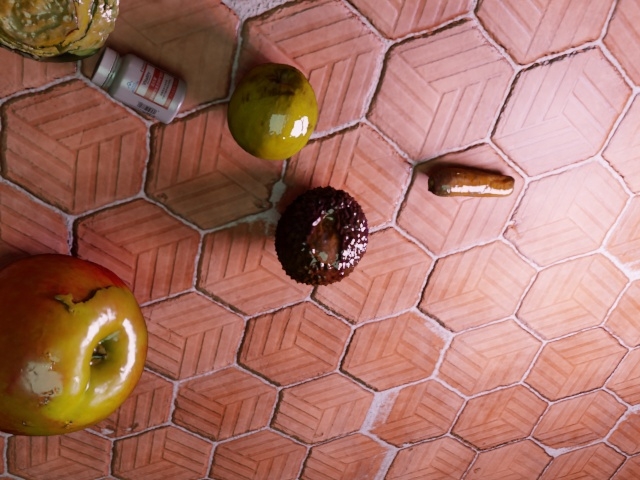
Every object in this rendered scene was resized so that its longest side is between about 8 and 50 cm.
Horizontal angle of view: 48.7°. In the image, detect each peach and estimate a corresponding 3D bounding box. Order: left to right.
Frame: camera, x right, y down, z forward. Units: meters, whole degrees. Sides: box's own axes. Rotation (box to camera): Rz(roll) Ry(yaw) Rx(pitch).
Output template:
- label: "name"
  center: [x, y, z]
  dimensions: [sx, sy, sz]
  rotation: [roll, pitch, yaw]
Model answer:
- label: "peach"
  center: [-0.515, 0.191, 1.313]
  dimensions: [0.370, 0.370, 0.370]
  rotation: [-5, 128, -6]

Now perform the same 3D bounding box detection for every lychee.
- label: "lychee"
  center: [0.000, 0.000, 1.345]
  dimensions: [0.188, 0.188, 0.188]
  rotation: [-5, 128, -6]

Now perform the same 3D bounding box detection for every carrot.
- label: "carrot"
  center: [0.298, -0.112, 1.384]
  dimensions: [0.186, 0.060, 0.060]
  rotation: [0, 128, -17]

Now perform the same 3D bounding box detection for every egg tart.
- label: "egg tart"
  center: [-0.413, -0.358, 1.034]
  dimensions: [0.241, 0.106, 0.241]
  rotation: [-3, 130, -3]

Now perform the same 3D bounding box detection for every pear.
- label: "pear"
  center: [-0.080, -0.213, 1.179]
  dimensions: [0.149, 0.148, 0.162]
  rotation: [8, 130, -16]

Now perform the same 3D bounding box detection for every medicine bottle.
- label: "medicine bottle"
  center: [-0.295, -0.254, 1.149]
  dimensions: [0.140, 0.079, 0.079]
  rotation: [25, 120, -26]
